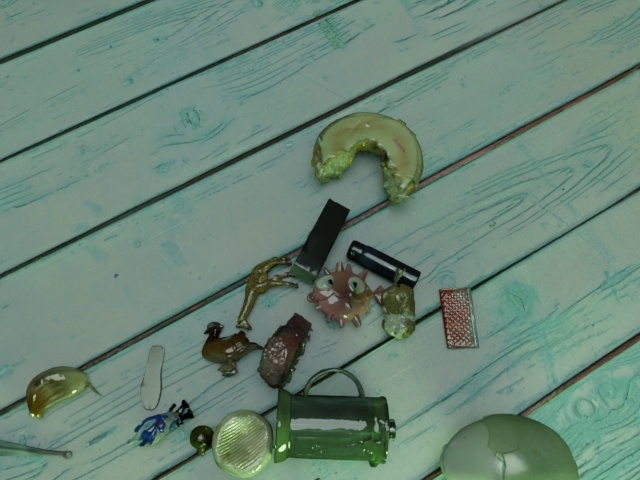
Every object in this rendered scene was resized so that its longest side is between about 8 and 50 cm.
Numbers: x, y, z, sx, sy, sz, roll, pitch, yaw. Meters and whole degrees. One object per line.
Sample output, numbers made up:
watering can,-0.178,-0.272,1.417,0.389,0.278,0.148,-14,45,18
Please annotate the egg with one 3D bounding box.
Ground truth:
egg,0.492,0.607,1.563,0.337,0.278,0.278,3,68,-6

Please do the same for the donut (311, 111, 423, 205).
donut,0.166,-0.286,1.977,0.372,0.150,0.307,17,68,4

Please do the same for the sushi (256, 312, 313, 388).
sushi,-0.105,0.314,1.721,0.108,0.161,0.241,25,71,9

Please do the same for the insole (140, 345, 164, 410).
insole,-0.502,0.410,1.749,0.063,0.010,0.191,4,68,-2

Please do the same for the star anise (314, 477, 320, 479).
star anise,-0.124,0.749,1.591,0.219,0.148,0.227,-13,35,27

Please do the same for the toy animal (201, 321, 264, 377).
toy animal,-0.268,0.313,1.764,0.188,0.089,0.179,-13,54,-2

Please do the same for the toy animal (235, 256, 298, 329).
toy animal,-0.184,0.156,1.840,0.275,0.054,0.149,-40,78,-19

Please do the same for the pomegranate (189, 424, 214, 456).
pomegranate,-0.339,0.569,1.660,0.073,0.073,0.084,6,68,0

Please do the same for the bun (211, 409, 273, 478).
bun,-0.222,0.571,1.647,0.184,0.102,0.183,5,68,-13

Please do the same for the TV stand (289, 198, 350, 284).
TV stand,0.000,0.000,1.871,0.088,0.082,0.269,27,62,-1

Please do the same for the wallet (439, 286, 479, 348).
wallet,0.438,0.244,1.846,0.103,0.020,0.196,-2,69,-4

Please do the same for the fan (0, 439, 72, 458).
fan,-0.845,0.591,1.659,0.282,0.023,0.057,4,60,-1

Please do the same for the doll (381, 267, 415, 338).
doll,0.238,0.194,1.801,0.105,0.115,0.221,-8,88,35

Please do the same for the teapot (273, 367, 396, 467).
teapot,0.042,0.493,1.632,0.337,0.200,0.270,4,86,-3

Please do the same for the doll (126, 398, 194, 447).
doll,-0.462,0.532,1.675,0.195,0.070,0.096,-28,42,-15

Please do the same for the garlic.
garlic,-0.755,0.430,1.704,0.198,0.090,0.128,-18,85,-16

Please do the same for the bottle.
bottle,0.200,0.077,1.877,0.245,0.072,0.082,27,33,8

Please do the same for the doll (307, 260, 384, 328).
doll,0.082,0.171,1.817,0.262,0.093,0.211,6,68,-18
